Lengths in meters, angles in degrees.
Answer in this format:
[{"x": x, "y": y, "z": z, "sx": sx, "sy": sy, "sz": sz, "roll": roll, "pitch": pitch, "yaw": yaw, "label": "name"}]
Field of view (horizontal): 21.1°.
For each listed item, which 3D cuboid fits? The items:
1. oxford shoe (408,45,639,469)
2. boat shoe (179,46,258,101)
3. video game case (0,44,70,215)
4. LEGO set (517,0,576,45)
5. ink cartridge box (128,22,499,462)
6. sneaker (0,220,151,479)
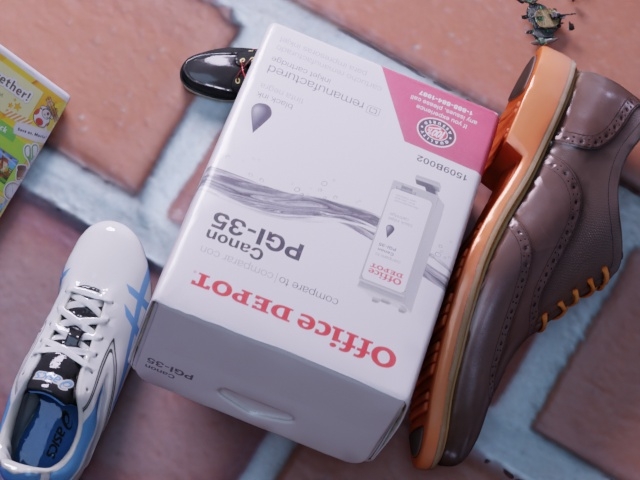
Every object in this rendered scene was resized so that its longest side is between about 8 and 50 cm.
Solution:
[{"x": 0.172, "y": 0.025, "z": 1.378, "sx": 0.132, "sy": 0.130, "sz": 0.364, "roll": 23, "pitch": 78, "yaw": -3, "label": "oxford shoe"}, {"x": -0.054, "y": -0.143, "z": 1.456, "sx": 0.133, "sy": 0.042, "sz": 0.049, "roll": 5, "pitch": 78, "yaw": 2, "label": "boat shoe"}, {"x": -0.338, "y": -0.091, "z": 1.377, "sx": 0.227, "sy": 0.026, "sz": 0.206, "roll": 37, "pitch": 75, "yaw": -33, "label": "video game case"}, {"x": 0.198, "y": -0.198, "z": 1.486, "sx": 0.054, "sy": 0.023, "sz": 0.083, "roll": 46, "pitch": 67, "yaw": 7, "label": "LEGO set"}, {"x": 0.000, "y": 0.000, "z": 1.331, "sx": 0.207, "sy": 0.117, "sz": 0.283, "roll": 22, "pitch": 56, "yaw": -3, "label": "ink cartridge box"}, {"x": -0.195, "y": 0.093, "z": 1.374, "sx": 0.085, "sy": 0.086, "sz": 0.237, "roll": 16, "pitch": 75, "yaw": 4, "label": "sneaker"}]
